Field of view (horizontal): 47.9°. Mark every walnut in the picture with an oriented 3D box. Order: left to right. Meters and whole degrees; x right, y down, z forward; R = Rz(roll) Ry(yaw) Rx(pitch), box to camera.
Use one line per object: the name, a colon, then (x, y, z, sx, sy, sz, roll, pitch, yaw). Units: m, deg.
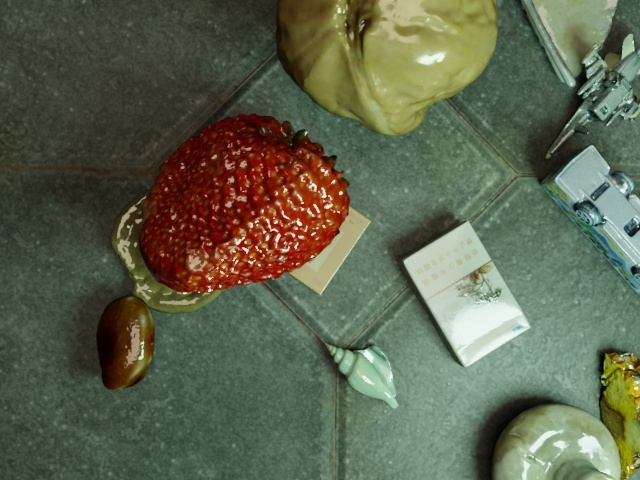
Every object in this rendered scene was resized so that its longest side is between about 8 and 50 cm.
walnut: (0.107, -0.355, 1.187, 0.383, 0.383, 0.384, 0, 89, -4)

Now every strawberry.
strawberry: (-0.146, -0.048, 1.216, 0.351, 0.267, 0.312, -40, 57, -20)

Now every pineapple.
pineapple: (0.619, 0.330, 1.323, 0.139, 0.164, 0.250, -3, 86, -12)

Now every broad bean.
broad bean: (-0.349, 0.182, 1.292, 0.114, 0.084, 0.165, -7, 86, 8)

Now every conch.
conch: (0.080, 0.242, 1.339, 0.180, 0.088, 0.065, 40, 130, -9)

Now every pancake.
pancake: (-0.272, 0.018, 1.321, 0.222, 0.042, 0.236, -7, 89, -2)

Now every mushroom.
mushroom: (0.432, 0.417, 1.273, 0.243, 0.243, 0.244, 0, 89, -4)

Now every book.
book: (0.000, 0.000, 1.354, 0.118, 0.012, 0.172, 35, 87, -3)

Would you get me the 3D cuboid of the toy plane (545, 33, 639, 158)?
toy plane: (0.524, -0.254, 1.360, 0.192, 0.088, 0.262, 34, 91, -30)

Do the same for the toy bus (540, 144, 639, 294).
toy bus: (0.553, -0.019, 1.331, 0.109, 0.136, 0.330, -42, 92, -5)

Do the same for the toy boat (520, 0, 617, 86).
toy boat: (0.448, -0.489, 1.358, 0.293, 0.111, 0.276, 41, 87, -15)

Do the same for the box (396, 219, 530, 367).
box: (0.267, 0.099, 1.345, 0.149, 0.067, 0.233, -30, 91, -2)
